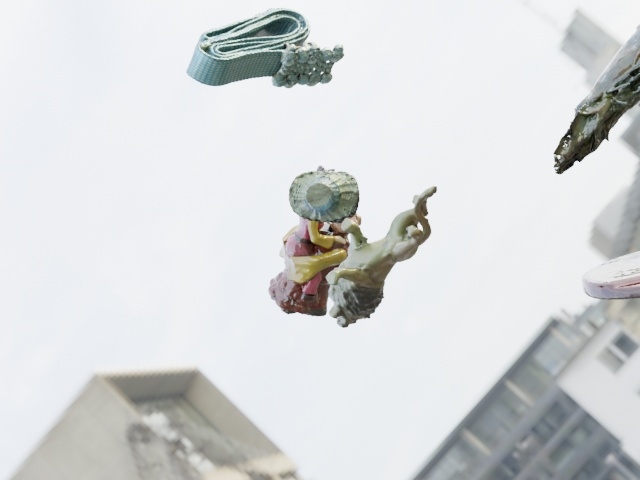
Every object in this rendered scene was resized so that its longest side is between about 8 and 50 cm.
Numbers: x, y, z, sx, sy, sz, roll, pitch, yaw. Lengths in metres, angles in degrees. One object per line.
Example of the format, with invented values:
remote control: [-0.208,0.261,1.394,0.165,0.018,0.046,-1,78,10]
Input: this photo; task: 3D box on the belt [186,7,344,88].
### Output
belt: [-0.069,-0.207,1.580,0.179,0.100,0.065,-25,-25,-42]

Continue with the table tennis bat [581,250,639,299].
table tennis bat: [0.504,0.047,1.957,0.268,0.051,0.414,-13,5,8]

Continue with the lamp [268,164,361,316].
lamp: [0.000,0.000,2.189,0.118,0.118,0.253,-20,-44,-58]

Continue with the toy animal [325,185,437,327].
toy animal: [0.057,0.008,1.431,0.086,0.069,0.220,12,-40,-24]

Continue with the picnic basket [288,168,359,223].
picnic basket: [0.005,-0.049,1.602,0.083,0.083,0.065,-26,-65,-81]

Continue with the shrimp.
shrimp: [0.536,-0.266,2.234,0.445,0.085,0.272,-47,17,7]
